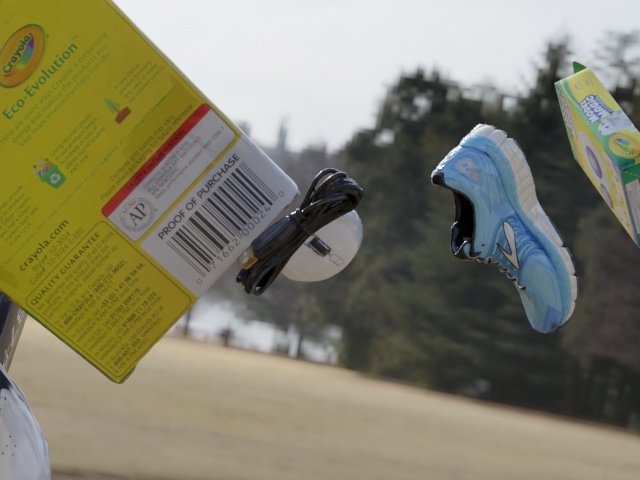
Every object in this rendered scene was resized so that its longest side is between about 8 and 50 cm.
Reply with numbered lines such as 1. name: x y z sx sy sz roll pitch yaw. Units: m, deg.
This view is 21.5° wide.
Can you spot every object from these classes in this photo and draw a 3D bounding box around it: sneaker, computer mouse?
1. sneaker: 0.125 0.000 1.200 0.073 0.162 0.063 -33 18 -14
2. computer mouse: 0.000 0.000 1.200 0.042 0.106 0.193 45 6 8
3. sneaker: -0.256 0.085 1.147 0.094 0.235 0.153 -26 0 -18

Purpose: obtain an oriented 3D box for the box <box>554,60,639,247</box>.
1. box: 0.275 -0.087 1.607 0.043 0.105 0.179 -23 40 0

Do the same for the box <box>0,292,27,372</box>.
1. box: -0.467 0.042 1.510 0.395 0.318 0.097 14 -21 1

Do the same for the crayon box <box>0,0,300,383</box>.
1. crayon box: -0.186 -0.068 1.175 0.318 0.202 0.081 46 -4 -38
